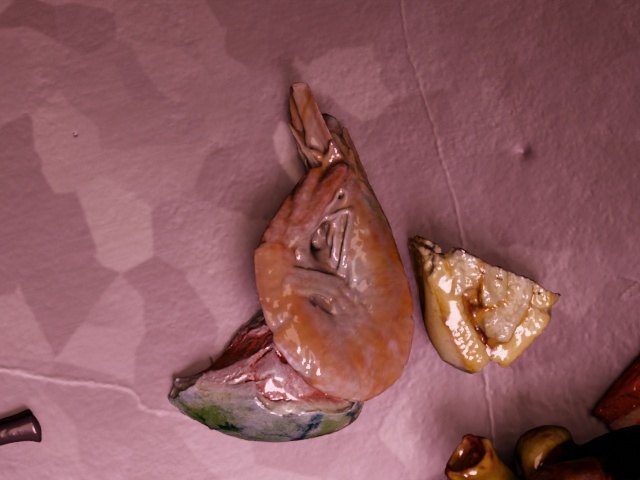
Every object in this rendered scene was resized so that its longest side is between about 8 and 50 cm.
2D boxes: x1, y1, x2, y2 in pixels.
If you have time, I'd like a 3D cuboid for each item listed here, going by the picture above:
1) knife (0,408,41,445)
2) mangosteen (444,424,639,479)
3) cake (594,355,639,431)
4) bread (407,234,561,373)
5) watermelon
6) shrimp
[{"bbox_3d":[-0.370,0.215,1.197,0.230,0.028,0.060,-15,99,-9],"label":"knife"},{"bbox_3d":[0.276,0.306,1.178,0.297,0.313,0.297,-10,103,-48],"label":"mangosteen"},{"bbox_3d":[0.427,0.138,1.266,0.262,0.159,0.158,-43,95,-9],"label":"cake"},{"bbox_3d":[0.142,0.069,1.263,0.156,0.103,0.110,24,92,-1],"label":"bread"},{"bbox_3d":[-0.047,0.123,1.238,0.187,0.071,0.139,7,79,-8],"label":"watermelon"},{"bbox_3d":[0.000,0.000,1.233,0.168,0.077,0.317,-10,79,-39],"label":"shrimp"}]
